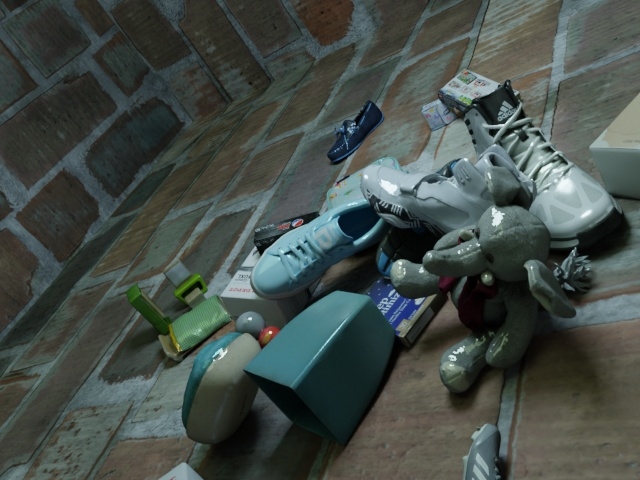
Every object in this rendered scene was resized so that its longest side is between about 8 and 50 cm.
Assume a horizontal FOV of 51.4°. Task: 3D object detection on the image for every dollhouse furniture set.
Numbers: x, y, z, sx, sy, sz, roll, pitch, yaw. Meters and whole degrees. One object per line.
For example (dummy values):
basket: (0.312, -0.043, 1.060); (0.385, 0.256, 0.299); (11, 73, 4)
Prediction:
dollhouse furniture set: (-0.394, 0.176, 1.834); (0.197, 0.151, 0.301); (-40, 26, -9)

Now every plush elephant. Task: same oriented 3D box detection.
plush elephant: (0.271, 0.046, 1.057); (0.330, 0.255, 0.271); (-22, 53, 9)

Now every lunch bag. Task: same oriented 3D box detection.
lunch bag: (0.346, -0.370, 1.929); (0.083, 0.071, 0.053); (-22, 26, 26)
lunch bag: (0.134, -0.104, 1.698); (0.224, 0.108, 0.279); (-31, 26, 12)

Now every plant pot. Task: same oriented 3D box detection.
plant pot: (0.018, 0.215, 1.226); (0.166, 0.165, 0.234); (3, 46, 53)

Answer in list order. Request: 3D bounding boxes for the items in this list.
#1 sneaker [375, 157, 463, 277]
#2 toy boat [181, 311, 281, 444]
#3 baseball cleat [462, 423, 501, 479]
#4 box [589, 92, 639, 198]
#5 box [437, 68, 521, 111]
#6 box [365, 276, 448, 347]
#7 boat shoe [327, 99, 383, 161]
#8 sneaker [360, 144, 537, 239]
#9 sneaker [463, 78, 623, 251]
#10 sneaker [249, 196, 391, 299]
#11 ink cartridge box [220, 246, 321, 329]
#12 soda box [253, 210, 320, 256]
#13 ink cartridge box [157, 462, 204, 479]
sneaker: (0.230, -0.034, 1.486); (0.341, 0.125, 0.140); (-47, 6, -26)
toy boat: (-0.180, 0.262, 1.359); (0.318, 0.148, 0.267); (-41, -25, -52)
baseball cleat: (0.230, 0.343, 0.880); (0.109, 0.072, 0.206); (3, 48, 34)
box: (0.656, -0.217, 1.217); (0.311, 0.121, 0.148); (-44, 27, -17)
box: (0.432, -0.395, 1.823); (0.114, 0.036, 0.207); (-40, 46, -9)
box: (0.138, 0.140, 1.362); (0.136, 0.036, 0.225); (-48, 26, -23)
boat shoe: (0.099, -0.366, 2.214); (0.109, 0.089, 0.258); (0, 43, 52)
sneaker: (0.243, -0.103, 1.280); (0.366, 0.210, 0.137); (36, 41, 29)
sneaker: (0.389, -0.158, 1.295); (0.169, 0.257, 0.447); (-34, 26, 4)
sneaker: (0.000, 0.000, 1.466); (0.366, 0.135, 0.150); (-33, -13, -8)
ink cartridge box: (-0.107, 0.095, 1.632); (0.172, 0.100, 0.237); (1, 42, 31)
soda box: (-0.076, -0.016, 1.625); (0.169, 0.053, 0.060); (-15, 35, 11)
ink cartridge box: (-0.264, 0.541, 1.079); (0.211, 0.121, 0.289); (-35, 25, 2)
